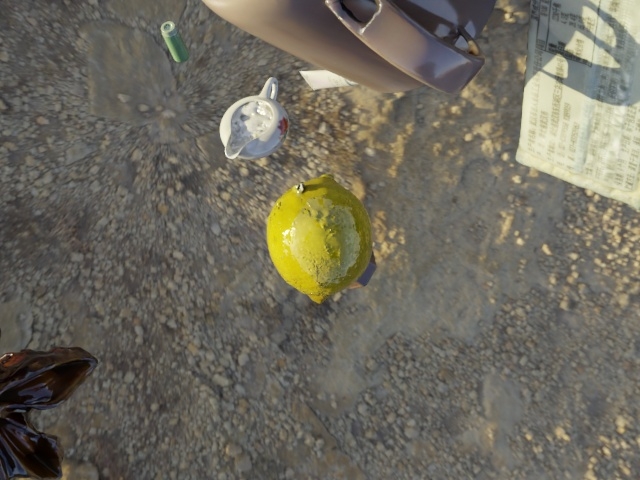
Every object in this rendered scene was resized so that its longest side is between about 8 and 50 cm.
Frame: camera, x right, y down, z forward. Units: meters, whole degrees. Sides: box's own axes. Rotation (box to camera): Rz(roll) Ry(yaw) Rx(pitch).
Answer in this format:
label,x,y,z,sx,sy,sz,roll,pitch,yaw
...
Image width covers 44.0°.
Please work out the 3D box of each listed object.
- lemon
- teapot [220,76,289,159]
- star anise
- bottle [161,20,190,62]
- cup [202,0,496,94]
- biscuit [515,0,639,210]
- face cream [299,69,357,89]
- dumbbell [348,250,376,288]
label,x,y,z,sx,sy,sz,roll,pitch,yaw
lemon,0.000,0.000,1.259,0.173,0.173,0.206,-4,111,-10
teapot,-0.133,-0.241,1.655,0.145,0.092,0.226,13,65,13
star anise,-0.301,0.137,0.655,0.220,0.125,0.190,35,78,-49
bottle,-0.251,-0.342,1.367,0.030,0.083,0.030,-3,67,7
cup,0.025,-0.213,0.619,0.200,0.253,0.191,9,133,-45
biscuit,0.243,-0.145,0.652,0.079,0.186,0.309,-45,144,-28
face cream,0.015,-0.226,1.108,0.038,0.115,0.020,47,67,-34
dumbbell,0.004,0.017,1.529,0.231,0.092,0.082,28,62,-32
